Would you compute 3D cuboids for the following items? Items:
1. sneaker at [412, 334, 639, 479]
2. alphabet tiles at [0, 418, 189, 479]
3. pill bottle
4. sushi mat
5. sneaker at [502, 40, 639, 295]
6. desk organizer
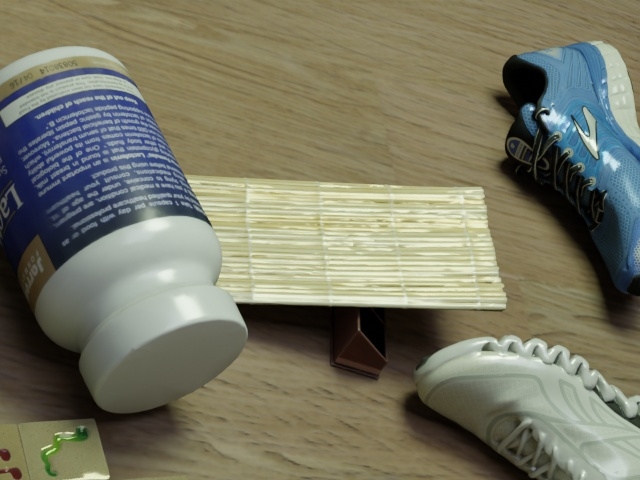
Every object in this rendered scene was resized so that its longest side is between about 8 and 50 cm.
[{"bbox_3d":[0.213,0.172,1.286,0.292,0.110,0.118,23,51,-14],"label":"sneaker"},{"bbox_3d":[-0.226,0.230,0.950,0.342,0.011,0.285,-1,44,-24],"label":"alphabet tiles"},{"bbox_3d":[-0.167,-0.008,1.159,0.153,0.153,0.265,-8,56,-38],"label":"pill bottle"},{"bbox_3d":[0.000,0.000,1.301,0.316,0.019,0.151,2,48,-12],"label":"sushi mat"},{"bbox_3d":[0.266,-0.074,1.554,0.147,0.130,0.330,-2,48,-16],"label":"sneaker"},{"bbox_3d":[0.040,0.051,1.318,0.047,0.050,0.130,18,44,-18],"label":"desk organizer"}]
